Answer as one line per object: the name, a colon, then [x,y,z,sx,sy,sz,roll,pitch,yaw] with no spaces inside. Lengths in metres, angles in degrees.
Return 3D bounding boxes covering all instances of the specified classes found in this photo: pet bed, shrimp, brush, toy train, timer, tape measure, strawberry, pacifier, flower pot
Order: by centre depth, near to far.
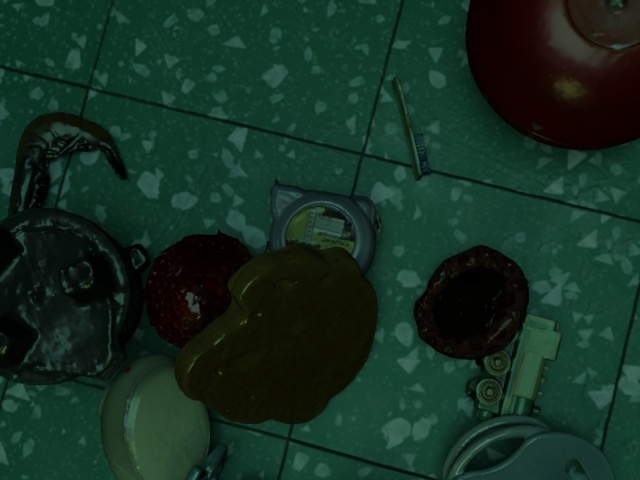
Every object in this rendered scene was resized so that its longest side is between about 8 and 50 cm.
pacifier: [0.319,0.420,1.455,0.299,0.233,0.244,-30,110,2]
timer: [0.416,-0.329,1.493,0.378,0.279,0.377,0,85,2]
strawberry: [-0.186,0.090,1.523,0.205,0.244,0.205,0,91,-4]
flower pot: [-0.412,0.098,1.527,0.299,0.283,0.299,-1,84,5]
pet bed: [0.243,0.100,1.540,0.201,0.053,0.201,-20,54,30]
toy train: [0.314,0.206,1.557,0.125,0.081,0.194,15,85,2]
tape measure: [-0.003,0.003,1.593,0.196,0.105,0.178,14,79,5]
brush: [0.155,-0.191,1.625,0.030,0.033,0.178,-13,84,-2]
shrimp: [-0.441,-0.089,1.661,0.198,0.051,0.261,12,83,5]

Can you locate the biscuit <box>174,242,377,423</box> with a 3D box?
biscuit: [-0.055,0.148,1.483,0.057,0.351,0.312,38,113,44]

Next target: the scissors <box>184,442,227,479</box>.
scissors: [-0.239,0.500,1.561,0.029,0.191,0.360,25,105,11]

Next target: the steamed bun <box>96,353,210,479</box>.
steamed bun: [-0.277,0.297,1.564,0.131,0.177,0.228,0,100,46]
